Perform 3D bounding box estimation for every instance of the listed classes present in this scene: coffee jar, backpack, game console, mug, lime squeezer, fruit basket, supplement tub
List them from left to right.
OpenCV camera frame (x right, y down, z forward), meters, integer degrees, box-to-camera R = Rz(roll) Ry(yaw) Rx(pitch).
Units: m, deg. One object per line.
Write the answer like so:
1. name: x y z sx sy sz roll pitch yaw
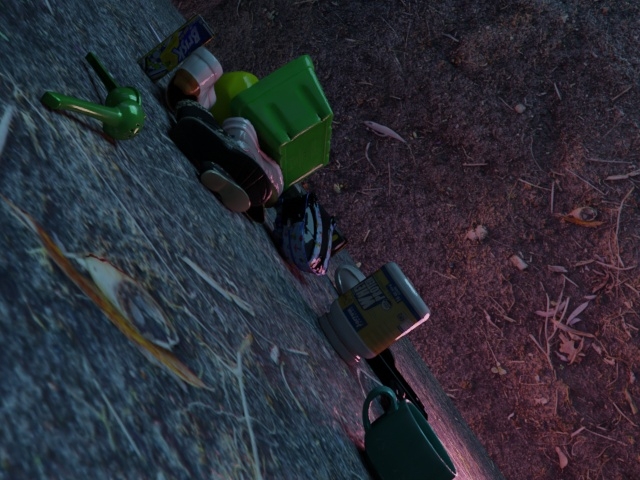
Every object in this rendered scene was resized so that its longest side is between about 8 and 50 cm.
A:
1. lime squeezer: -0.283 -0.181 0.838 0.109 0.059 0.310 20 19 -19
2. fruit basket: -0.157 -0.354 1.740 0.392 0.283 0.392 52 -13 18
3. coffee jar: -0.072 -0.098 1.922 0.184 0.096 0.079 52 8 -32
4. backpack: -0.038 -0.003 1.482 0.158 0.116 0.173 45 42 -56
5. supplement tub: 0.111 0.154 1.329 0.144 0.199 0.144 53 4 -6
6. game console: 0.178 0.360 1.499 0.213 0.044 0.361 53 4 3
7. mug: 0.119 0.307 0.953 0.158 0.097 0.129 57 6 33

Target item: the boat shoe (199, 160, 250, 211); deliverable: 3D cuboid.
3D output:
1. boat shoe: -0.178 -0.101 1.204 0.133 0.049 0.042 43 19 -45

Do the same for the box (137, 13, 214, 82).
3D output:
1. box: -0.313 -0.420 1.394 0.059 0.169 0.054 52 5 -22

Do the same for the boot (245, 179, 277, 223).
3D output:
1. boot: -0.143 -0.091 1.412 0.197 0.073 0.152 42 16 -48

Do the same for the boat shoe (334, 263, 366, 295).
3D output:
1. boat shoe: 0.113 0.176 1.876 0.268 0.096 0.088 66 5 25

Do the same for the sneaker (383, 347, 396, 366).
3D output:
1. sneaker: 0.155 0.281 1.742 0.170 0.051 0.089 52 9 16

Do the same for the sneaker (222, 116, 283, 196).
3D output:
1. sneaker: -0.182 -0.175 1.598 0.281 0.105 0.115 56 37 -50

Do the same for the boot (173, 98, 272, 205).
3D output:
1. boot: -0.199 -0.183 1.284 0.236 0.085 0.179 40 11 -30

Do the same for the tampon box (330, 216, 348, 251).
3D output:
1. tampon box: 0.000 0.000 1.787 0.101 0.120 0.161 54 5 6

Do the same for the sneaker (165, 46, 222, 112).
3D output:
1. sneaker: -0.301 -0.326 1.416 0.106 0.123 0.290 42 -15 -6
